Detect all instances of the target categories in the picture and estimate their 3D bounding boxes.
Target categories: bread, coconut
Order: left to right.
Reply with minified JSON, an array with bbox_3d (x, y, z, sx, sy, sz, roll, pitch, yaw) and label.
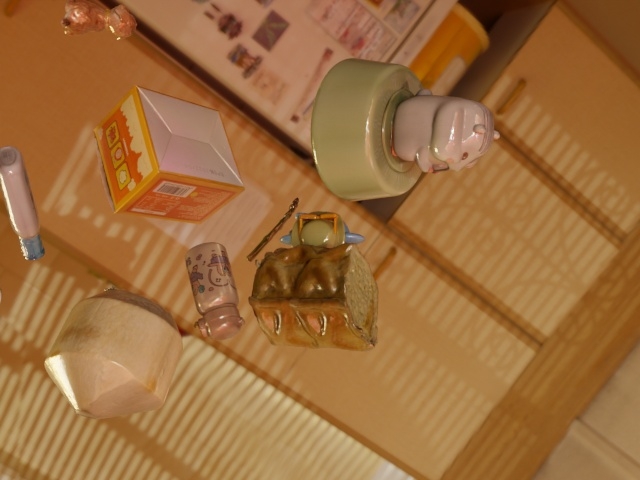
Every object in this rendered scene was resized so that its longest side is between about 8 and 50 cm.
[{"bbox_3d":[-0.491,0.286,1.655,0.323,0.323,0.323,-48,-163,20],"label":"coconut"},{"bbox_3d":[-0.007,0.119,1.475,0.251,0.196,0.239,-11,-115,29],"label":"bread"}]

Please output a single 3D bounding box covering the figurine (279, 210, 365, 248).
[{"bbox_3d":[0.001,0.004,1.686,0.154,0.179,0.262,-60,179,-11],"label":"figurine"}]

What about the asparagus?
[{"bbox_3d":[-0.132,-0.027,1.948,0.248,0.024,0.025,-48,154,23],"label":"asparagus"}]

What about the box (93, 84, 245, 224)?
[{"bbox_3d":[-0.388,-0.204,1.761,0.213,0.283,0.260,-35,-116,31],"label":"box"}]

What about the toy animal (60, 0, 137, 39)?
[{"bbox_3d":[-0.601,-0.590,1.875,0.184,0.185,0.104,-103,-150,-58],"label":"toy animal"}]

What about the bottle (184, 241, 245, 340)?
[{"bbox_3d":[-0.237,0.117,1.509,0.097,0.109,0.209,77,-5,-63],"label":"bottle"}]

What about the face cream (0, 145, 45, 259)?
[{"bbox_3d":[-0.861,-0.094,1.985,0.163,0.080,0.337,-129,-148,-49],"label":"face cream"}]

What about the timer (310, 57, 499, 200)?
[{"bbox_3d":[0.185,-0.210,1.340,0.315,0.291,0.291,8,-123,35],"label":"timer"}]

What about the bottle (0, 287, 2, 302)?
[{"bbox_3d":[-0.706,0.051,1.385,0.093,0.093,0.330,-54,-144,-1],"label":"bottle"}]
